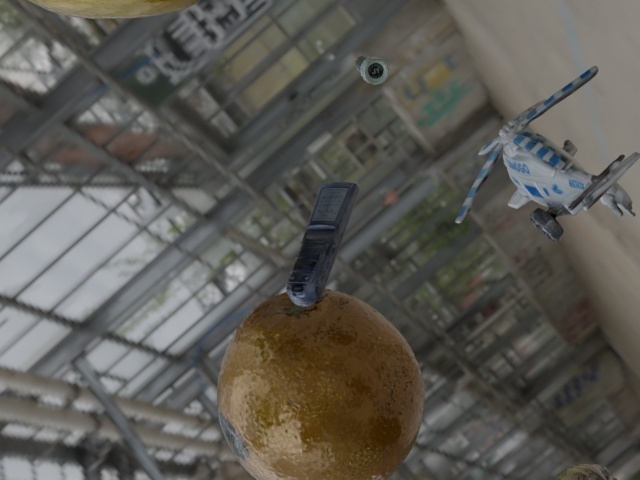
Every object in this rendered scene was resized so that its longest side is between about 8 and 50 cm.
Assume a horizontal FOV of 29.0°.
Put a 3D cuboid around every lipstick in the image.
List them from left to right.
[{"bbox_3d":[0.067,-0.240,1.712,0.037,0.037,0.116,48,-176,-16],"label":"lipstick"}]

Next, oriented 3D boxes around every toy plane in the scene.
[{"bbox_3d":[0.223,-0.061,1.079,0.107,0.182,0.273,45,163,-17],"label":"toy plane"}]

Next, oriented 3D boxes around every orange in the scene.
[{"bbox_3d":[-0.001,0.196,1.582,0.274,0.274,0.274,49,-176,-5],"label":"orange"}]

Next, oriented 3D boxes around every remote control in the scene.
[{"bbox_3d":[0.001,0.001,1.269,0.027,0.043,0.152,56,-139,-39],"label":"remote control"}]

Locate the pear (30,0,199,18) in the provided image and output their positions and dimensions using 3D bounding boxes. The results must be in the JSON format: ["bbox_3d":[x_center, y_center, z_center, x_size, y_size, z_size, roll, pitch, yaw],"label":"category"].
[{"bbox_3d":[-0.188,-0.344,1.090,0.314,0.314,0.314,49,-176,-5],"label":"pear"}]

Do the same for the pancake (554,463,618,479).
[{"bbox_3d":[0.360,0.418,1.476,0.427,0.067,0.305,25,-131,-61],"label":"pancake"}]
